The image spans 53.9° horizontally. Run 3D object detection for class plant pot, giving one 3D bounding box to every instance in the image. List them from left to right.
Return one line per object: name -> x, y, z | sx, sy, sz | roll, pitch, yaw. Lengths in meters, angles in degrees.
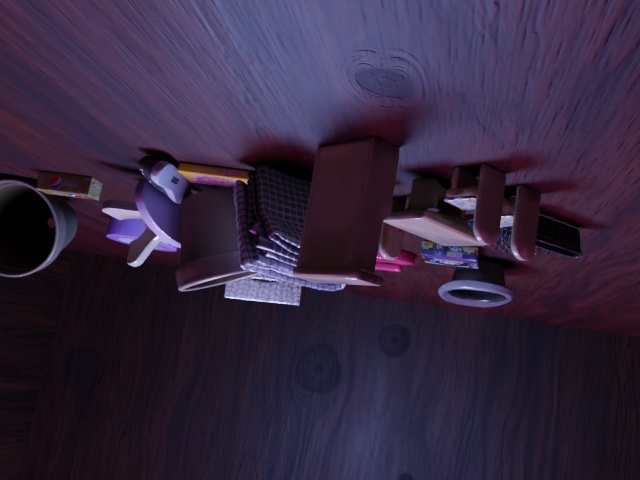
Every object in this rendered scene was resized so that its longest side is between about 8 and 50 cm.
plant pot -> -0.986, -0.053, 2.160 | 0.323, 0.323, 0.280 | 9, -173, 5
plant pot -> -0.263, -0.008, 1.621 | 0.263, 0.229, 0.263 | -16, 175, -1

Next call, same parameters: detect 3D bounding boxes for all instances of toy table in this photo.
toy table -> -0.443, -0.063, 1.702 | 0.161, 0.252, 0.274 | -13, 141, 26

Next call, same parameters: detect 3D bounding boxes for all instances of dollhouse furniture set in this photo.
dollhouse furniture set -> 0.168, -0.011, 1.252 | 0.394, 0.256, 0.362 | 19, 167, -40

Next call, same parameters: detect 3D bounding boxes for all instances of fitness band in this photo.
fitness band -> 0.189, 0.057, 2.219 | 0.291, 0.054, 0.209 | 5, 166, 24

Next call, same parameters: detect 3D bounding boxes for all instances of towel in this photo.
towel -> -0.048, -0.031, 1.409 | 0.284, 0.234, 0.121 | 20, 137, -35

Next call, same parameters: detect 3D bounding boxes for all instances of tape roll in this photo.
tape roll -> -0.699, -0.030, 2.493 | 0.275, 0.090, 0.275 | 10, 169, 2

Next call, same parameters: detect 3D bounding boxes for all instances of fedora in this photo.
fedora -> 0.518, 0.132, 2.084 | 0.244, 0.124, 0.275 | 7, 164, 7

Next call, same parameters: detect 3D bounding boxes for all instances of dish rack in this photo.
dish rack -> 0.455, -0.011, 1.497 | 0.208, 0.074, 0.272 | 16, 168, -29

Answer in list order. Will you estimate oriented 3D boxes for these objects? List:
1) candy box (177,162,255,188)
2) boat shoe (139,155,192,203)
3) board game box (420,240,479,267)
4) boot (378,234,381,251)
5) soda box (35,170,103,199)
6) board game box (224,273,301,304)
candy box -> -0.230, -0.151, 1.523 | 0.206, 0.027, 0.105 | 8, 168, 10
boat shoe -> -0.382, -0.153, 1.543 | 0.076, 0.080, 0.228 | 29, 177, 10
board game box -> 0.402, 0.045, 1.937 | 0.170, 0.048, 0.141 | 7, 171, 18
boot -> 0.132, -0.002, 1.929 | 0.158, 0.059, 0.084 | 17, 174, 10
soda box -> -0.749, -0.163, 1.876 | 0.182, 0.058, 0.061 | 8, 170, 14
board game box -> -0.181, 0.100, 2.036 | 0.232, 0.141, 0.291 | 7, -174, -5
